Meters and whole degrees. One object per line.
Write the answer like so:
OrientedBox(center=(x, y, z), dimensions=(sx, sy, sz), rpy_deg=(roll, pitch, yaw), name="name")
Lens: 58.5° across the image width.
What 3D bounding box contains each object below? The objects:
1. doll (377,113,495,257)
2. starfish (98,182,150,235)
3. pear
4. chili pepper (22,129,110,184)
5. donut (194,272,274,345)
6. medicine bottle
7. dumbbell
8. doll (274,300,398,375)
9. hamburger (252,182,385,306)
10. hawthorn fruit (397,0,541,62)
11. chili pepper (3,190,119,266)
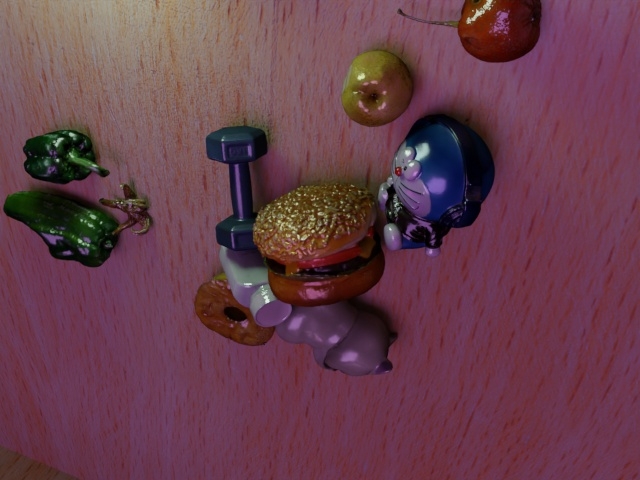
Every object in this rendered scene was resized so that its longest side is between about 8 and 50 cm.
OrientedBox(center=(0.263, -0.131, 1.319), dimensions=(0.240, 0.284, 0.309), rpy_deg=(-8, 143, -18), name="doll")
OrientedBox(center=(-0.614, -0.102, 1.796), dimensions=(0.147, 0.074, 0.189), rpy_deg=(9, 123, 16), name="starfish")
OrientedBox(center=(0.122, -0.338, 1.283), dimensions=(0.178, 0.178, 0.177), rpy_deg=(11, 124, 16), name="pear")
OrientedBox(center=(-0.755, -0.249, 1.713), dimensions=(0.261, 0.174, 0.165), rpy_deg=(5, 97, 21), name="chili pepper")
OrientedBox(center=(-0.255, 0.211, 1.821), dimensions=(0.278, 0.108, 0.277), rpy_deg=(10, 124, 16), name="donut")
OrientedBox(center=(-0.177, 0.098, 1.599), dimensions=(0.161, 0.296, 0.111), rpy_deg=(-4, 131, -28), name="medicine bottle")
OrientedBox(center=(-0.211, -0.137, 1.522), dimensions=(0.144, 0.160, 0.324), rpy_deg=(4, 112, 20), name="dumbbell")
OrientedBox(center=(0.032, 0.250, 1.663), dimensions=(0.370, 0.215, 0.226), rpy_deg=(44, 111, -5), name="doll")
OrientedBox(center=(0.000, 0.000, 1.446), dimensions=(0.330, 0.330, 0.250), rpy_deg=(1, 114, 22), name="hamburger")
OrientedBox(center=(0.298, -0.439, 1.162), dimensions=(0.286, 0.165, 0.165), rpy_deg=(3, 122, 28), name="hawthorn fruit")
OrientedBox(center=(-0.861, -0.036, 1.885), dimensions=(0.385, 0.167, 0.213), rpy_deg=(20, 124, 11), name="chili pepper")
